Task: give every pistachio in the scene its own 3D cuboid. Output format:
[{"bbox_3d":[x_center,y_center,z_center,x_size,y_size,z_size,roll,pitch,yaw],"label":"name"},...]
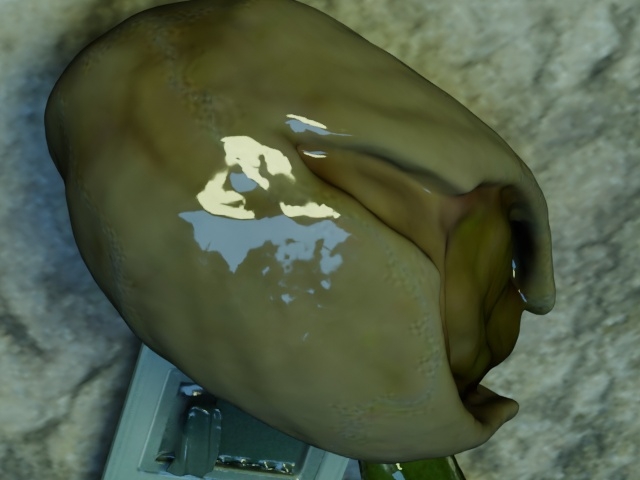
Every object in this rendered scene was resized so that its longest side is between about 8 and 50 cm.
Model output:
[{"bbox_3d":[0.000,0.000,0.699,0.238,0.153,0.137,32,79,-33],"label":"pistachio"}]

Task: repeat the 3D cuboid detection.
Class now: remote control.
[{"bbox_3d":[-0.065,0.153,0.871,0.103,0.051,0.293,9,125,-17],"label":"remote control"}]

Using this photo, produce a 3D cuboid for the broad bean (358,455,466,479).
[{"bbox_3d":[0.076,0.161,0.899,0.053,0.052,0.256,-45,132,-19],"label":"broad bean"}]
